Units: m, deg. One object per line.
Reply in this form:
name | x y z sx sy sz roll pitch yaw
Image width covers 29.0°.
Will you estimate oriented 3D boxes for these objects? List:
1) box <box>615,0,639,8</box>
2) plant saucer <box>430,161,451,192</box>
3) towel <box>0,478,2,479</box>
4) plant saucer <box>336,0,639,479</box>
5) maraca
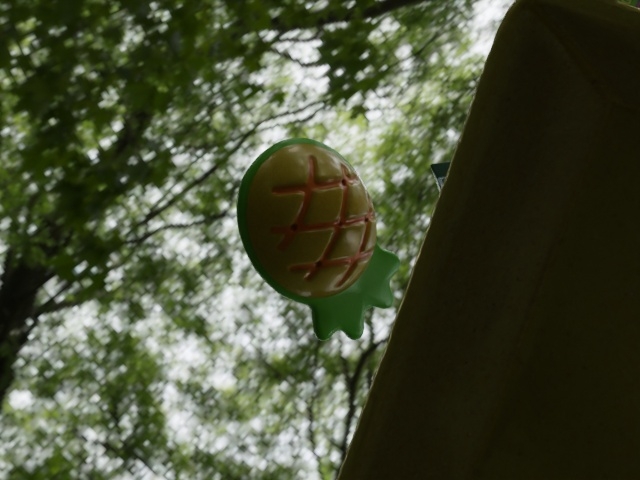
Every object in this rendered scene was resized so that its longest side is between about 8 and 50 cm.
box | 0.287 -0.106 0.979 0.117 0.243 0.214 25 -85 56
plant saucer | 0.183 -0.045 1.517 0.067 0.018 0.192 -7 -28 12
towel | -0.194 0.097 0.532 0.237 0.102 0.021 46 -70 4
plant saucer | 0.187 0.080 0.585 0.333 0.081 0.333 28 -75 38
maraca | 0.000 0.000 1.049 0.186 0.127 0.099 57 -22 -22
